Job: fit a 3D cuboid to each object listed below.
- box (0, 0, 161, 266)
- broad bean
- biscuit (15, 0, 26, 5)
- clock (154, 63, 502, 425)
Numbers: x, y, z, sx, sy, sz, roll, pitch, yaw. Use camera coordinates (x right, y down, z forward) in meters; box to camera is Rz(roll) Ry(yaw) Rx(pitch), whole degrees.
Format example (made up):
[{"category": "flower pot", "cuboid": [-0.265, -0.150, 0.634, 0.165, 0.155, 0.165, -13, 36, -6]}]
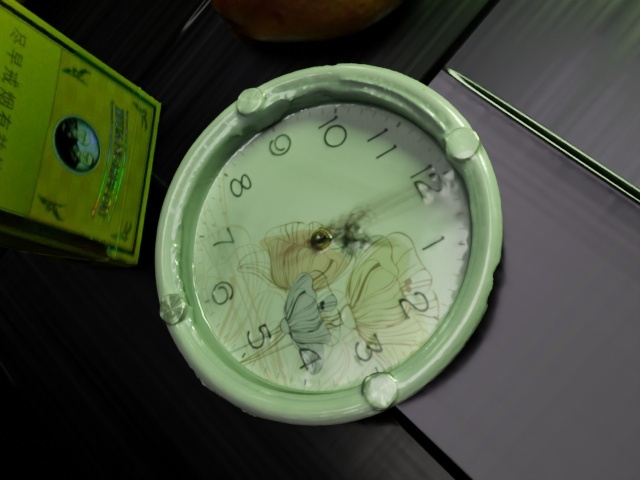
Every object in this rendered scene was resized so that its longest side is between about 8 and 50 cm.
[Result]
[{"category": "box", "cuboid": [-0.199, -0.069, 0.418, 0.064, 0.220, 0.141, 1, 77, 20]}, {"category": "broad bean", "cuboid": [0.002, -0.199, 0.454, 0.165, 0.084, 0.114, -9, 91, 11]}, {"category": "biscuit", "cuboid": [-0.300, -0.441, 0.571, 0.343, 0.166, 0.395, -38, 67, 6]}, {"category": "clock", "cuboid": [0.000, 0.000, 0.421, 0.236, 0.053, 0.236, -6, 74, 19]}]
